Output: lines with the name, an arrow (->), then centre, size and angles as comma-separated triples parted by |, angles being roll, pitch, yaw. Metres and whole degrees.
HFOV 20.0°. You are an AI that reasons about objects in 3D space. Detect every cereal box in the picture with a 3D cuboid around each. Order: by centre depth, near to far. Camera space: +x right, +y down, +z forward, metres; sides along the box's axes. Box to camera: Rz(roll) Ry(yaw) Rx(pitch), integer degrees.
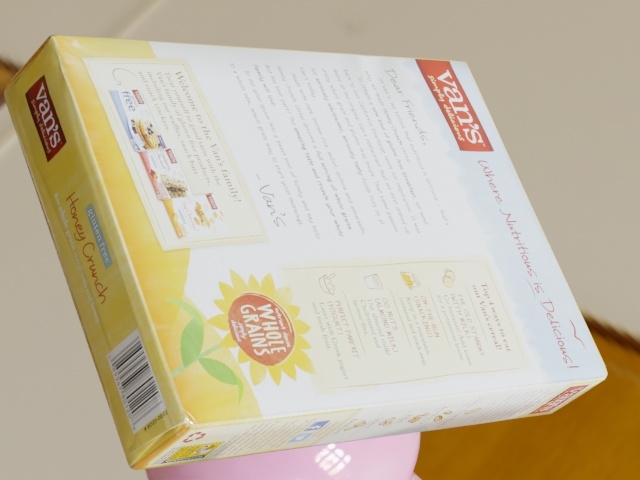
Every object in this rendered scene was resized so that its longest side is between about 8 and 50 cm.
cereal box -> 0.000, 0.000, 0.768 | 0.047, 0.240, 0.173 | -41, -119, 40

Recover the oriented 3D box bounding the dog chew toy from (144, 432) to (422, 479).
dog chew toy -> -0.023, 0.142, 1.154 | 0.207, 0.207, 0.331 | 13, -65, 62
